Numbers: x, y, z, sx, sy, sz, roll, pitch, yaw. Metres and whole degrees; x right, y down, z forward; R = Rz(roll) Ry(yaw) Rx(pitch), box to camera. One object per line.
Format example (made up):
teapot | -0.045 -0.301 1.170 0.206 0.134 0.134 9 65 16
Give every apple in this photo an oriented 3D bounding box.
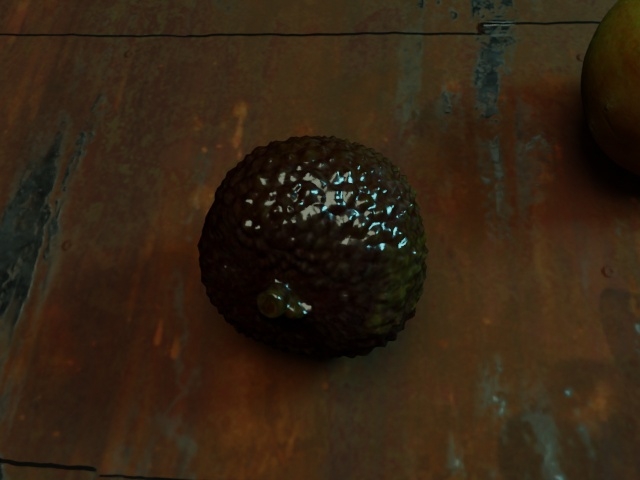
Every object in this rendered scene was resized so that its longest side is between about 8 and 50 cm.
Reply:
apple | 0.331 -0.150 0.565 0.196 0.196 0.195 -2 61 5

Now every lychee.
lychee | -0.005 0.001 0.522 0.195 0.194 0.194 -2 61 5
